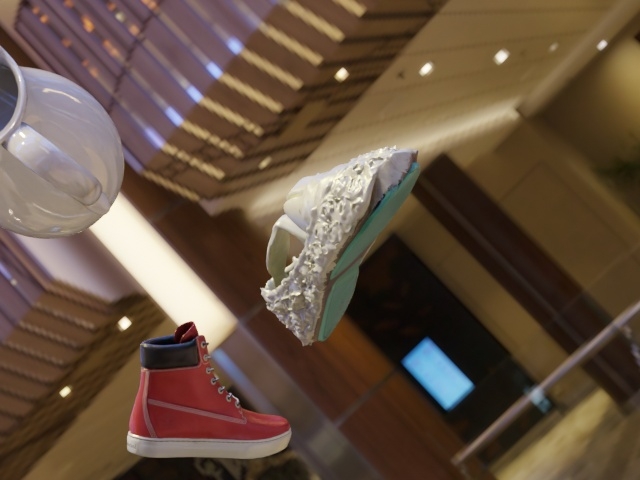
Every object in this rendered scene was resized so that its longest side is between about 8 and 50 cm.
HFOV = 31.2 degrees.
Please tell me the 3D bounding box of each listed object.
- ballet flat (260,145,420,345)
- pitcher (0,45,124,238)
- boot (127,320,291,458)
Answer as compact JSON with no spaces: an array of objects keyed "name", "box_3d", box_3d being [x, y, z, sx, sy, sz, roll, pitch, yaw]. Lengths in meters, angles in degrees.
[{"name":"ballet flat","box_3d":[0.000,0.000,1.457,0.147,0.147,0.409,-38,-16,-33]},{"name":"pitcher","box_3d":[-0.209,-0.061,0.856,0.125,0.178,0.207,-49,-19,-5]},{"name":"boot","box_3d":[-0.136,0.200,1.547,0.244,0.176,0.088,8,-1,-36]}]
